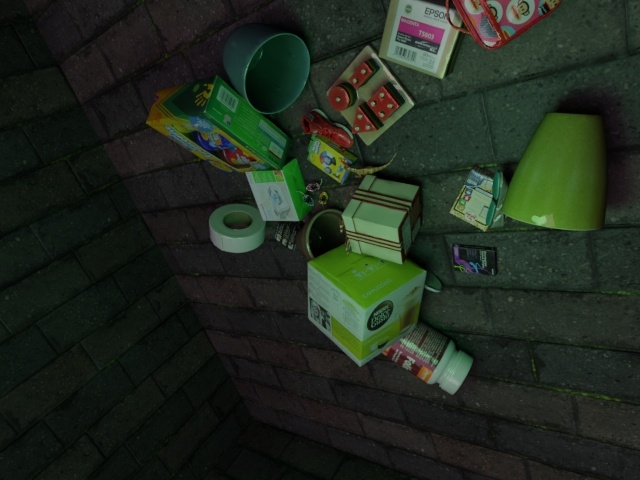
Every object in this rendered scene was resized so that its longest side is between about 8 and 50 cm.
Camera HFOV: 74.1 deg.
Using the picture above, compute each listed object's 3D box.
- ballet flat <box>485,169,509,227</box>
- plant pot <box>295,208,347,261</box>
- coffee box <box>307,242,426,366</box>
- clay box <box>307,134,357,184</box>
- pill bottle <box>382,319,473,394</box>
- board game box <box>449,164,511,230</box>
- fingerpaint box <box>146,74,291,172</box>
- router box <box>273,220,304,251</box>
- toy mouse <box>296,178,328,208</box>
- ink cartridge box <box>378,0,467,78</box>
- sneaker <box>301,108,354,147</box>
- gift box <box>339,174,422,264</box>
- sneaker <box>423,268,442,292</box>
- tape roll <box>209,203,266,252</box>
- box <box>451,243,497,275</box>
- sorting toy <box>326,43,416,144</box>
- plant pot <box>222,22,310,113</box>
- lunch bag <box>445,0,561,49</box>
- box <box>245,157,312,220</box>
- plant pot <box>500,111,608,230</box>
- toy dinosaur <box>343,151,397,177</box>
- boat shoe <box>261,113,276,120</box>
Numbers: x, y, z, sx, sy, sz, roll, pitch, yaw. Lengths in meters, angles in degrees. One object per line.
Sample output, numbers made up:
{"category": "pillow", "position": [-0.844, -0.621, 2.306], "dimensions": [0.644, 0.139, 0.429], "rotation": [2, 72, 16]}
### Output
{"category": "ballet flat", "position": [0.595, -0.136, 1.395], "dimensions": [0.068, 0.072, 0.213], "rotation": [-1, 125, 4]}
{"category": "plant pot", "position": [0.000, 0.000, 1.918], "dimensions": [0.263, 0.263, 0.229], "rotation": [59, 153, -13]}
{"category": "coffee box", "position": [0.179, 0.228, 1.738], "dimensions": [0.338, 0.337, 0.335], "rotation": [37, 141, 38]}
{"category": "clay box", "position": [0.034, -0.345, 1.750], "dimensions": [0.222, 0.053, 0.128], "rotation": [36, 139, 11]}
{"category": "pill bottle", "position": [0.460, 0.496, 1.904], "dimensions": [0.392, 0.224, 0.224], "rotation": [31, 135, 18]}
{"category": "board game box", "position": [0.560, -0.145, 1.484], "dimensions": [0.146, 0.045, 0.194], "rotation": [31, 135, 16]}
{"category": "fingerpaint box", "position": [-0.408, -0.446, 1.747], "dimensions": [0.370, 0.163, 0.444], "rotation": [5, 163, 36]}
{"category": "router box", "position": [-0.161, -0.047, 2.131], "dimensions": [0.133, 0.046, 0.179], "rotation": [34, 136, 15]}
{"category": "toy mouse", "position": [-0.035, -0.211, 1.892], "dimensions": [0.142, 0.031, 0.161], "rotation": [10, 124, 3]}
{"category": "ink cartridge box", "position": [0.313, -0.630, 1.295], "dimensions": [0.234, 0.088, 0.193], "rotation": [28, 135, 20]}
{"category": "sneaker", "position": [0.017, -0.418, 1.656], "dimensions": [0.221, 0.128, 0.087], "rotation": [36, 136, 12]}
{"category": "gift box", "position": [0.227, -0.064, 1.634], "dimensions": [0.257, 0.255, 0.277], "rotation": [17, 144, 26]}
{"category": "sneaker", "position": [0.401, 0.195, 1.833], "dimensions": [0.226, 0.086, 0.164], "rotation": [27, 135, 18]}
{"category": "tape roll", "position": [-0.419, -0.066, 2.150], "dimensions": [0.286, 0.286, 0.100], "rotation": [28, 134, 20]}
{"category": "box", "position": [0.592, 0.074, 1.632], "dimensions": [0.162, 0.029, 0.116], "rotation": [5, 123, 35]}
{"category": "sorting toy", "position": [0.159, -0.500, 1.512], "dimensions": [0.257, 0.089, 0.255], "rotation": [50, 137, -4]}
{"category": "plant pot", "position": [-0.225, -0.658, 1.571], "dimensions": [0.235, 0.292, 0.293], "rotation": [42, 140, 28]}
{"category": "lunch bag", "position": [0.440, -0.655, 1.087], "dimensions": [0.258, 0.120, 0.293], "rotation": [-29, 102, 33]}
{"category": "box", "position": [-0.191, -0.233, 1.964], "dimensions": [0.230, 0.127, 0.262], "rotation": [3, 123, 35]}
{"category": "plant pot", "position": [0.685, -0.209, 1.206], "dimensions": [0.274, 0.274, 0.294], "rotation": [15, 113, 30]}
{"category": "toy dinosaur", "position": [0.198, -0.271, 1.654], "dimensions": [0.211, 0.064, 0.112], "rotation": [-7, 155, 11]}
{"category": "boat shoe", "position": [-0.327, -0.552, 1.847], "dimensions": [0.339, 0.127, 0.113], "rotation": [-2, 152, 34]}
